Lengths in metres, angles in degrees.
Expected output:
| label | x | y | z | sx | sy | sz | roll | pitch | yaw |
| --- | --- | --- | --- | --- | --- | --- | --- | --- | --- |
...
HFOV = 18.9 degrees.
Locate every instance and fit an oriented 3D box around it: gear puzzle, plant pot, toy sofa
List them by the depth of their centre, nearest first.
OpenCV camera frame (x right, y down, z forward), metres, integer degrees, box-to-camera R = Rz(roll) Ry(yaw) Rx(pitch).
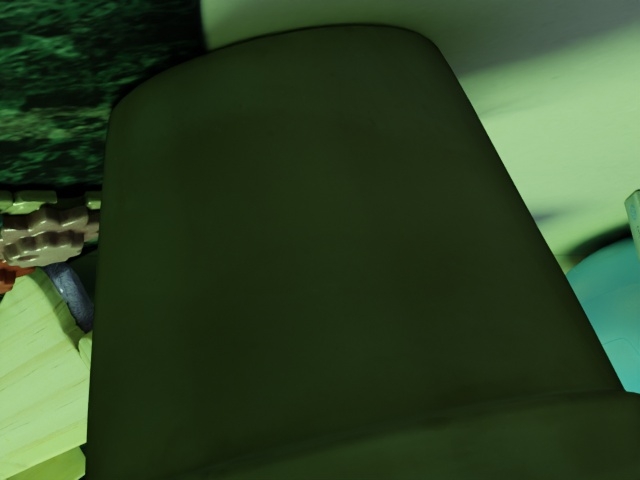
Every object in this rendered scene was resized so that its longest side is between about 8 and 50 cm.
| label | x | y | z | sx | sy | sz | roll | pitch | yaw |
| --- | --- | --- | --- | --- | --- | --- | --- | --- | --- |
| plant pot | 0.003 | 0.049 | 1.035 | 0.323 | 0.280 | 0.323 | -12 | 167 | -3 |
| gear puzzle | -0.286 | 0.040 | 1.247 | 0.175 | 0.044 | 0.339 | -1 | 163 | -43 |
| toy sofa | -0.196 | 0.106 | 1.472 | 0.150 | 0.177 | 0.362 | -34 | -176 | -40 |

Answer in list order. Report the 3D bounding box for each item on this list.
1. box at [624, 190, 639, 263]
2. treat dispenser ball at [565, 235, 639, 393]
| label | x | y | z | sx | sy | sz | roll | pitch | yaw |
| --- | --- | --- | --- | --- | --- | --- | --- | --- | --- |
| box | 0.354 | 0.016 | 1.551 | 0.186 | 0.145 | 0.038 | -10 | 168 | -10 |
| treat dispenser ball | 0.318 | 0.132 | 1.698 | 0.288 | 0.288 | 0.288 | -12 | 167 | -3 |
